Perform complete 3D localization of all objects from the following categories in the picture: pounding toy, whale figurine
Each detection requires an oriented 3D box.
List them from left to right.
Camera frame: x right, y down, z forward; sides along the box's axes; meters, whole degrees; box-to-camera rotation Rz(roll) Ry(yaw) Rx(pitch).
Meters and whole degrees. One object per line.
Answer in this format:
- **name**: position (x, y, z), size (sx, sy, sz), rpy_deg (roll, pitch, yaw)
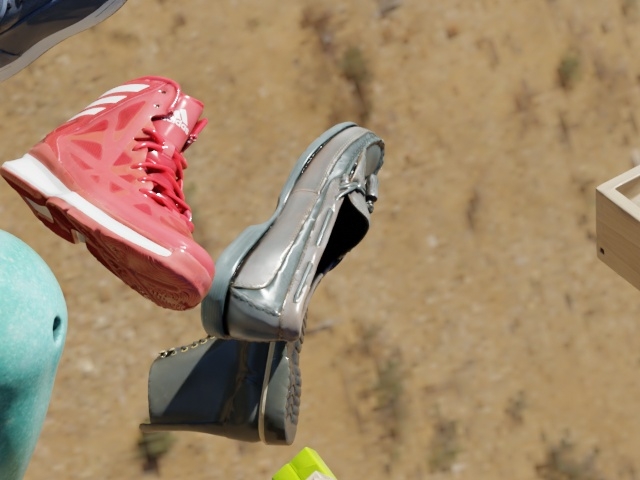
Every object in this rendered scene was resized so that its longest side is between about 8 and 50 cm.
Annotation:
- **whale figurine**: position (-0.256, 0.118, 1.520), size (0.216, 0.141, 0.272), rpy_deg (-54, 137, -67)
- **pounding toy**: position (0.373, 0.002, 1.707), size (0.181, 0.206, 0.094), rpy_deg (-26, 133, -21)

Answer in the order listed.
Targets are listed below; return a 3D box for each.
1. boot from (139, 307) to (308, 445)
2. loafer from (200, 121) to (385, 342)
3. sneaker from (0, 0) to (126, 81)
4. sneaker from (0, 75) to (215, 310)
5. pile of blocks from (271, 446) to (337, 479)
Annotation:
- **boot**: position (-0.085, 0.080, 1.740), size (0.077, 0.137, 0.198), rpy_deg (68, 25, -62)
- **loafer**: position (0.000, 0.000, 1.590), size (0.267, 0.084, 0.096), rpy_deg (-51, 149, -45)
- **sneaker**: position (-0.259, -0.230, 1.684), size (0.163, 0.226, 0.086), rpy_deg (29, 27, -59)
- **sneaker**: position (-0.110, -0.046, 1.263), size (0.128, 0.221, 0.087), rpy_deg (-47, 133, -12)
- **pile of blocks**: position (-0.076, 0.223, 1.571), size (0.362, 0.149, 0.113), rpy_deg (-1, 43, -48)
